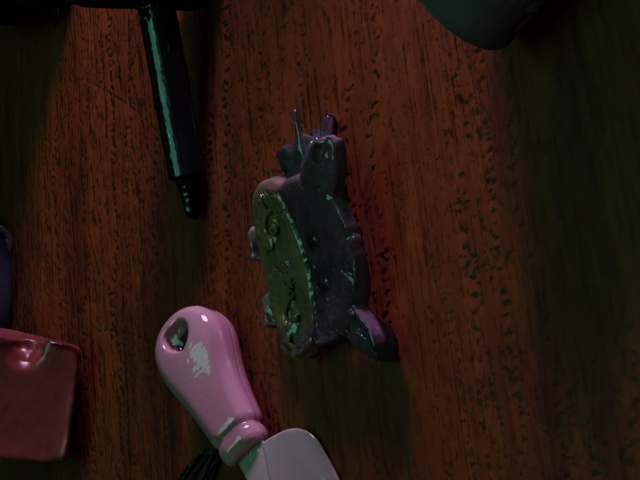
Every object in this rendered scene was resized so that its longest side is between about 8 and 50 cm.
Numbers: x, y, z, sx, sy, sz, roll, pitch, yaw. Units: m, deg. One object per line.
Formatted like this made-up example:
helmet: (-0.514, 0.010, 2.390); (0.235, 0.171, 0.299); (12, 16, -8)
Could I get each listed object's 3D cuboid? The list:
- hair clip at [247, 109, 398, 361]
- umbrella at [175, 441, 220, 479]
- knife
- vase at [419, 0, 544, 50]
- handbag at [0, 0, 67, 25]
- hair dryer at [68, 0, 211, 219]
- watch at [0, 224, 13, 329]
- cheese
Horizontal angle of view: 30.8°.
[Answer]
hair clip: (-0.007, -0.001, 0.831); (0.146, 0.056, 0.187); (-19, 72, 57)
umbrella: (-0.093, 0.180, 0.940); (0.083, 0.020, 0.031); (-56, 45, 23)
knife: (-0.030, 0.169, 0.854); (0.081, 0.043, 0.336); (-48, 52, 13)
vase: (0.146, -0.209, 0.642); (0.219, 0.096, 0.096); (-41, 54, 37)
handbag: (-0.387, -0.320, 1.279); (0.215, 0.169, 0.155); (20, 99, 53)
hair dryer: (-0.141, -0.143, 0.985); (0.070, 0.128, 0.255); (-16, 82, 49)
watch: (-0.413, 0.065, 1.334); (0.193, 0.068, 0.206); (42, 120, 43)
cheese: (-0.316, 0.142, 1.134); (0.177, 0.203, 0.128); (6, 86, 21)
